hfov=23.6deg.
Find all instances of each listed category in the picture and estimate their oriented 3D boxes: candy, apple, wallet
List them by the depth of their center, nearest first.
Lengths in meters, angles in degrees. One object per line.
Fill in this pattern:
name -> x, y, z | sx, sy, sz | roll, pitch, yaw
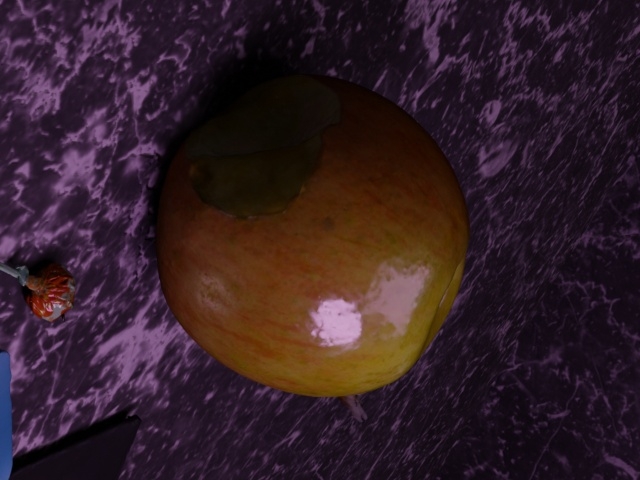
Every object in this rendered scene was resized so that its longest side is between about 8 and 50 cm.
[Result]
candy -> -0.282, 0.032, 1.428 | 0.185, 0.049, 0.055 | 41, 54, -64
apple -> 0.000, 0.000, 1.625 | 0.339, 0.339, 0.339 | -46, 158, -25
wallet -> -0.314, 0.290, 1.754 | 0.285, 0.030, 0.146 | -17, 140, -58

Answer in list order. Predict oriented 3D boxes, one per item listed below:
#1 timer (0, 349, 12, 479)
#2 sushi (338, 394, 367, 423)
timer -> -0.358, 0.231, 1.338 | 0.232, 0.091, 0.250 | 102, 5, -47
sushi -> 0.055, 0.108, 2.145 | 0.274, 0.139, 0.184 | -63, 160, 10
